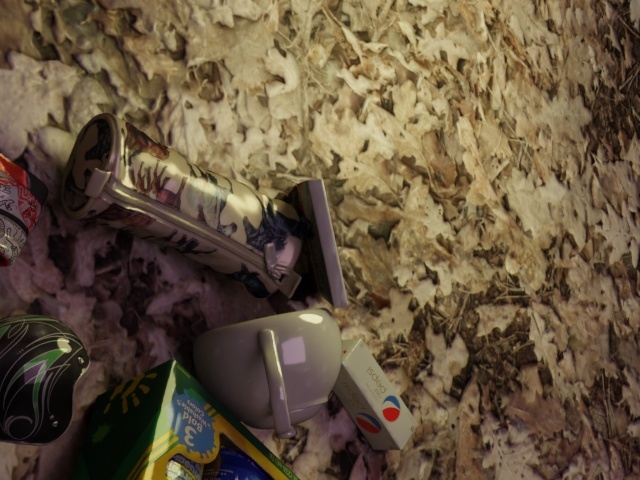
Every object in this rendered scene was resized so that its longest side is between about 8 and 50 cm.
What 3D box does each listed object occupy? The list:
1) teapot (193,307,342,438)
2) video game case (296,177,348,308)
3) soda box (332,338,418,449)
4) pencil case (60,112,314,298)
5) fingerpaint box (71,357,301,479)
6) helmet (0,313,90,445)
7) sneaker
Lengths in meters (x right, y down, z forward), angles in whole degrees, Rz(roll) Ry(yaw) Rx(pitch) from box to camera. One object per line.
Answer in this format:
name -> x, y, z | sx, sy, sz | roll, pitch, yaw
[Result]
teapot -> -0.072, 0.215, 1.710 | 0.256, 0.252, 0.187 | -3, 79, -49
video game case -> 0.000, 0.000, 1.826 | 0.025, 0.285, 0.204 | -12, 93, -5
soda box -> 0.085, 0.278, 1.976 | 0.069, 0.074, 0.216 | -51, 117, -36
pencil case -> -0.203, -0.045, 1.673 | 0.410, 0.183, 0.160 | 26, 95, -39
fingerpaint box -> -0.153, 0.453, 1.564 | 0.445, 0.163, 0.371 | 49, 27, -27
helmet -> -0.399, 0.178, 1.472 | 0.169, 0.169, 0.162 | 12, 93, -42
sneaker -> -0.495, -0.070, 1.464 | 0.270, 0.090, 0.145 | 37, 58, -37
